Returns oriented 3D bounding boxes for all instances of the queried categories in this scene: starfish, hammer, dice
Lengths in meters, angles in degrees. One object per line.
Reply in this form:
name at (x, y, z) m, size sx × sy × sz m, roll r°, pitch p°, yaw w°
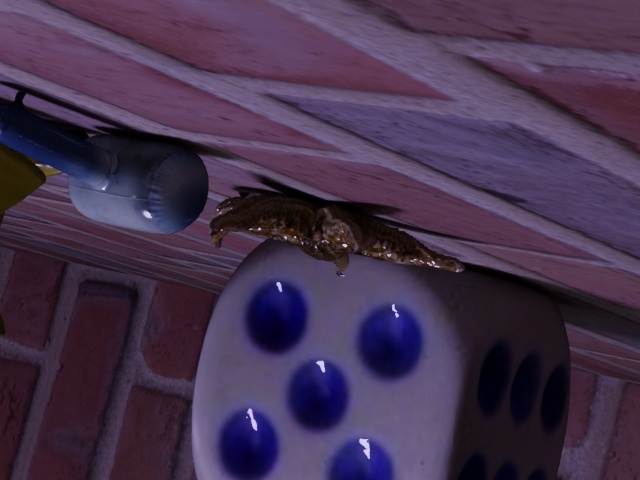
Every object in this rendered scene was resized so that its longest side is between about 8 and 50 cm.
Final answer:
starfish at (0.000, 0.000, 1.604) m, size 0.235 × 0.062 × 0.277 m, roll 11°, pitch 173°, yaw 23°
hammer at (-0.175, -0.062, 1.400) m, size 0.116 × 0.069 × 0.194 m, roll 12°, pitch 170°, yaw 40°
dice at (0.063, 0.172, 1.942) m, size 0.304 × 0.304 × 0.277 m, roll 11°, pitch 174°, yaw 32°

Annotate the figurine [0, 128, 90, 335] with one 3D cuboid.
figurine at (-0.343, -0.050, 1.475) m, size 0.326 × 0.218 × 0.169 m, roll 9°, pitch -139°, yaw -48°
